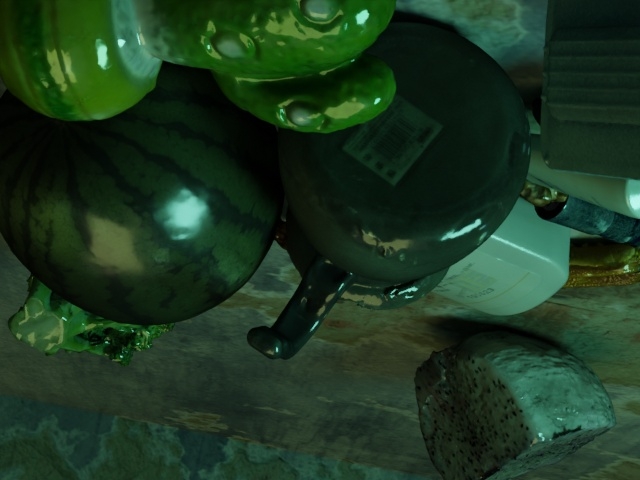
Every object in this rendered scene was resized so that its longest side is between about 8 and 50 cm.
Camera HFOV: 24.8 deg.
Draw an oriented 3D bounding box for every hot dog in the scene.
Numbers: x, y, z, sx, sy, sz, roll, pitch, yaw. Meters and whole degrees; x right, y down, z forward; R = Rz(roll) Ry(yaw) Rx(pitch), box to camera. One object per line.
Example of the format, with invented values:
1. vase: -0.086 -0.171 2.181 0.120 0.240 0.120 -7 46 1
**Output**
1. hot dog: 0.319 0.030 1.759 0.165 0.045 0.071 -4 155 37

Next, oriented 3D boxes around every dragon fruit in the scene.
1. dragon fruit: 0.291 0.233 2.159 0.221 0.204 0.283 -12 160 -28

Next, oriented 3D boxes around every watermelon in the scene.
1. watermelon: -0.172 -0.056 1.420 0.279 0.279 0.359 6 170 14

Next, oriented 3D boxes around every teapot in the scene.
1. teapot: 0.058 -0.012 1.357 0.223 0.305 0.285 8 158 -3

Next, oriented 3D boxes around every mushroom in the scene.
1. mushroom: 0.274 -0.073 1.474 0.187 0.061 0.060 -12 146 41

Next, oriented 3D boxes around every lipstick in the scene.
1. lipstick: 0.341 -0.013 1.614 0.234 0.053 0.053 20 159 -30

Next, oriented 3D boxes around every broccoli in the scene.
1. broccoli: -0.311 0.056 1.922 0.261 0.241 0.269 34 124 -3

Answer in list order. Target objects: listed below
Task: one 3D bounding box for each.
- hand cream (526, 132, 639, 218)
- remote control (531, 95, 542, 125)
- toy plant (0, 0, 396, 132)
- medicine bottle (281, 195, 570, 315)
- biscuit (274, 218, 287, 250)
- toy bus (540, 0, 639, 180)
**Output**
1. hand cream: 0.210 -0.081 1.408 0.109 0.067 0.320 27 176 -37
2. remote control: 0.363 -0.132 1.271 0.107 0.044 0.377 22 159 -39
3. toy plant: -0.093 -0.192 1.157 0.315 0.184 0.224 2 121 13
4. medicine bottle: 0.111 -0.020 1.616 0.324 0.124 0.179 19 155 -28
5. biscuit: 0.000 0.000 1.749 0.192 0.049 0.192 29 -173 -4
6. toy bus: 0.311 -0.112 1.014 0.190 0.152 0.312 0 -173 -27
